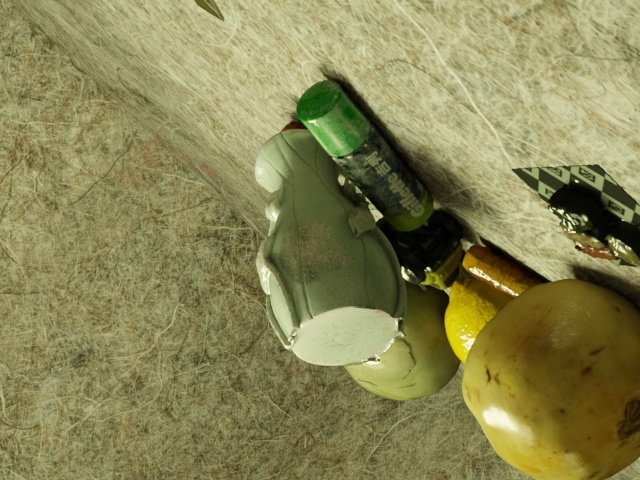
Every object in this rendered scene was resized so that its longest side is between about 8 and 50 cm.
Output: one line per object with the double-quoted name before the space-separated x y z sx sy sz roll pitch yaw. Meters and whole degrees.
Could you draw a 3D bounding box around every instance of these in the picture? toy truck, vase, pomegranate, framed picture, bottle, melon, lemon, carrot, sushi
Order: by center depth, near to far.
"sushi" 0.368 -0.010 1.353 0.219 0.047 0.231 40 172 -14
"pomegranate" 0.390 0.222 1.625 0.332 0.332 0.332 37 172 6
"bottle" 0.080 -0.140 1.736 0.093 0.093 0.330 29 168 48
"framed picture" -0.203 -0.417 1.748 0.066 0.007 0.089 35 172 22
"carrot" 0.398 0.101 1.818 0.314 0.066 0.066 31 170 24
"vase" 0.000 0.000 1.837 0.250 0.250 0.445 47 -158 -48
"toy truck" 0.188 0.027 1.953 0.224 0.147 0.165 23 155 50
"lemon" 0.345 0.170 1.972 0.256 0.188 0.188 43 173 13
"melon" 0.165 0.195 2.119 0.268 0.268 0.330 32 172 36

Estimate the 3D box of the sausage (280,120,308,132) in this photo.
"sausage" -0.048 -0.167 2.150 0.097 0.094 0.348 38 171 4

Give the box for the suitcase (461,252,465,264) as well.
"suitcase" 0.233 0.020 2.080 0.086 0.059 0.126 42 171 -36

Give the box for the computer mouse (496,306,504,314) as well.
"computer mouse" 0.410 0.166 1.842 0.192 0.062 0.106 10 -152 -11

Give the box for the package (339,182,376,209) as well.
"package" 0.020 -0.093 2.116 0.231 0.040 0.166 5 165 12
